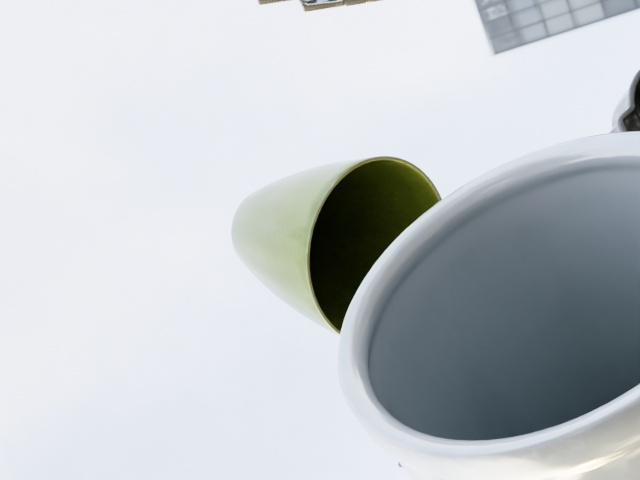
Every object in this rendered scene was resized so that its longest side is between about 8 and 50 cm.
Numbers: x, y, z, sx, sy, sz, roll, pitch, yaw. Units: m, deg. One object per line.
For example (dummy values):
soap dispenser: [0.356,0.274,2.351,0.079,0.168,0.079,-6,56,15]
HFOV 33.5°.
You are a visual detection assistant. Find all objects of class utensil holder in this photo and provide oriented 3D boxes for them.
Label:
utensil holder: [0.247,0.163,0.854,0.385,0.327,0.328,55,-128,-28]

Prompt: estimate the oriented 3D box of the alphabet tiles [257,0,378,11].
alphabet tiles: [0.066,-0.403,1.576,0.342,0.285,0.011,-9,-59,-5]

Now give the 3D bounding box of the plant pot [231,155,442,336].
plant pot: [0.000,0.000,1.640,0.274,0.293,0.275,-6,-80,-37]

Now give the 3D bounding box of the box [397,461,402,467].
box: [0.159,0.132,1.148,0.293,0.057,0.201,11,-89,-73]

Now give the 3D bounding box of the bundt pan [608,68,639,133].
bundt pan: [0.494,-0.087,1.325,0.330,0.124,0.331,3,-104,-12]
